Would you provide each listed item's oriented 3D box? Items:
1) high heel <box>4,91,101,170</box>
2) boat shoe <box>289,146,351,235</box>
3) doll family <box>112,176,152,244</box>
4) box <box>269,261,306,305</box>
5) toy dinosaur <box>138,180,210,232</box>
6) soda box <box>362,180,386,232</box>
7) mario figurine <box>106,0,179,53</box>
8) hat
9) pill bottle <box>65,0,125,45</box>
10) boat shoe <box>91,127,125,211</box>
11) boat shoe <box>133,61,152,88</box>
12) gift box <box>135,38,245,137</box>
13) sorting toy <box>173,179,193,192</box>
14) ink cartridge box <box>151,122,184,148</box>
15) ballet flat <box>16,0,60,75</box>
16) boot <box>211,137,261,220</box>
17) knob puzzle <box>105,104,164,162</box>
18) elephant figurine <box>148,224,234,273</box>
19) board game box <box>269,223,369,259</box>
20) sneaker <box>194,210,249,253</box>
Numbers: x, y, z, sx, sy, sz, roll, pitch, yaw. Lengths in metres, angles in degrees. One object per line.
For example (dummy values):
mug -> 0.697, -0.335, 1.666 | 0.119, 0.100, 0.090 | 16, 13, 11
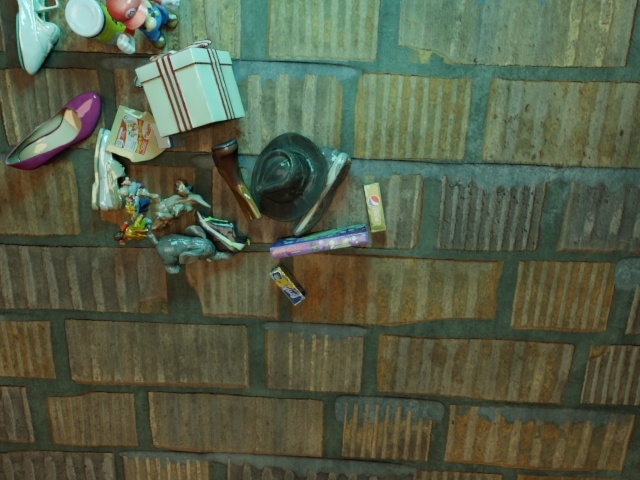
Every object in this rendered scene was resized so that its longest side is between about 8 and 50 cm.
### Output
high heel -> -0.940, -0.386, 1.485 | 0.127, 0.181, 0.377 | 43, 102, -9
boat shoe -> -0.022, -0.183, 1.548 | 0.130, 0.132, 0.356 | 36, 102, 16
doll family -> -0.687, -0.097, 1.558 | 0.118, 0.163, 0.263 | 13, 104, -1
box -> -0.128, 0.173, 1.661 | 0.054, 0.059, 0.169 | -37, 100, 13
toy dinosaur -> -0.519, -0.127, 1.530 | 0.295, 0.200, 0.127 | -12, 81, 12
soda box -> 0.202, -0.126, 1.571 | 0.058, 0.061, 0.182 | -11, 104, 4
mario figurine -> -0.540, -0.688, 1.322 | 0.169, 0.320, 0.198 | 1, 105, 3
hat -> -0.144, -0.220, 1.461 | 0.330, 0.134, 0.332 | 3, 96, 26
pill bottle -> -0.724, -0.715, 1.379 | 0.119, 0.208, 0.119 | 1, 105, 2
boat shoe -> -0.784, -0.260, 1.559 | 0.103, 0.113, 0.303 | 5, 103, -20
boat shoe -> -0.621, -0.597, 1.493 | 0.125, 0.038, 0.046 | -41, 100, 11
gift box -> -0.427, -0.510, 1.408 | 0.254, 0.276, 0.259 | -10, 108, 18
sorting toy -> -0.512, -0.194, 1.593 | 0.061, 0.042, 0.102 | -14, 118, 42
ink cartridge box -> -0.546, -0.378, 1.504 | 0.052, 0.122, 0.089 | -8, 103, 8
ballet flat -> -0.964, -0.775, 1.425 | 0.138, 0.139, 0.401 | 3, 104, 1
boot -> -0.291, -0.199, 1.468 | 0.096, 0.264, 0.281 | -27, 97, -24
knob puzzle -> -0.661, -0.379, 1.536 | 0.212, 0.030, 0.214 | -1, 93, -21
elephant figurine -> -0.482, 0.025, 1.585 | 0.239, 0.186, 0.170 | -11, 97, 11
board game box -> 0.000, 0.000, 1.537 | 0.346, 0.208, 0.056 | -9, 104, 4
sneaker -> -0.377, -0.049, 1.617 | 0.234, 0.084, 0.097 | 41, 82, -11
